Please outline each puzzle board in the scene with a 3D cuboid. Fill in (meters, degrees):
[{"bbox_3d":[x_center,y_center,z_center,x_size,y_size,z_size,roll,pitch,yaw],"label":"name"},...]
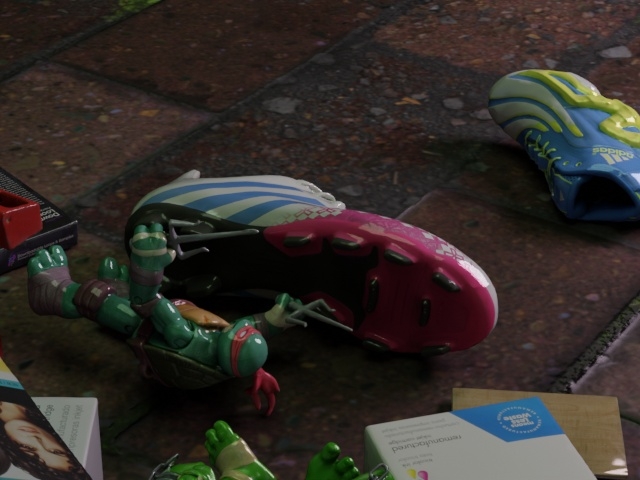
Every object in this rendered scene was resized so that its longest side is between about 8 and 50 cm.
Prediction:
[{"bbox_3d":[0.162,0.146,1.250,0.128,0.011,0.096,3,32,3],"label":"puzzle board"}]

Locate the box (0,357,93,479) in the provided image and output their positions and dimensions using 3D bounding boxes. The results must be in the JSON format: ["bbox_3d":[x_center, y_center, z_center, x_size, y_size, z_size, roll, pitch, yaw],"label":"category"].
[{"bbox_3d":[-0.220,0.089,0.907,0.100,0.060,0.244,14,18,-41],"label":"box"}]

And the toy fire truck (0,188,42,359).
[{"bbox_3d":[-0.289,0.054,1.262,0.047,0.135,0.192,20,35,28],"label":"toy fire truck"}]

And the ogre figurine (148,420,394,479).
[{"bbox_3d":[-0.053,0.183,1.091,0.197,0.097,0.118,17,35,28],"label":"ogre figurine"}]

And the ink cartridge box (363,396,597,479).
[{"bbox_3d":[0.125,0.206,1.079,0.134,0.078,0.231,-8,32,-16],"label":"ink cartridge box"}]

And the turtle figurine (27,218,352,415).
[{"bbox_3d":[-0.105,0.055,1.272,0.234,0.175,0.118,10,69,36],"label":"turtle figurine"}]

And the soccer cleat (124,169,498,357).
[{"bbox_3d":[0.000,0.000,1.387,0.331,0.116,0.143,13,32,19],"label":"soccer cleat"}]

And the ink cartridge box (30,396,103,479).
[{"bbox_3d":[-0.250,0.204,0.975,0.233,0.168,0.171,0,31,-1],"label":"ink cartridge box"}]

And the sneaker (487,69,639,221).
[{"bbox_3d":[0.236,-0.088,1.574,0.240,0.091,0.126,25,38,33],"label":"sneaker"}]

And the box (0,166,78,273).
[{"bbox_3d":[-0.309,-0.020,1.494,0.116,0.029,0.162,-23,37,-34],"label":"box"}]
